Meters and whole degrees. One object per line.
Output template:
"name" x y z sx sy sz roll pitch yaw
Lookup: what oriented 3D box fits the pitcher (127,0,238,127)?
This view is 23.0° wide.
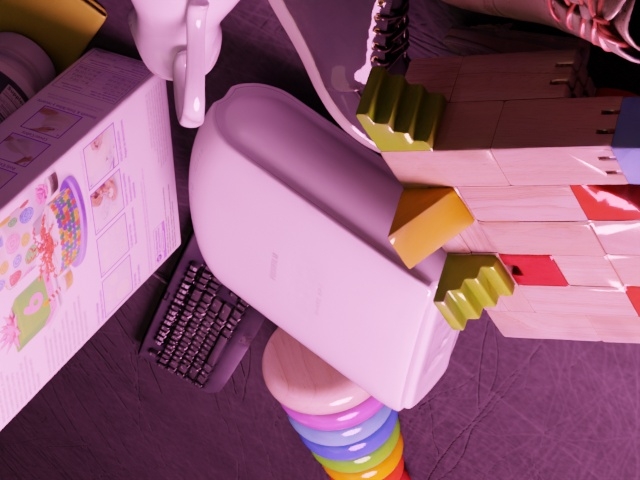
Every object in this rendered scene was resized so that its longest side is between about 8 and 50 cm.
"pitcher" -0.112 -0.215 1.353 0.126 0.177 0.207 -6 148 -15

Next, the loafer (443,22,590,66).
"loafer" 0.164 -0.161 1.306 0.125 0.039 0.045 20 175 25

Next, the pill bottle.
"pill bottle" -0.350 -0.126 1.603 0.108 0.180 0.108 18 143 15

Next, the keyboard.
"keyboard" -0.166 0.066 1.838 0.202 0.033 0.317 34 144 3

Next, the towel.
"towel" -0.301 -0.207 1.645 0.102 0.021 0.237 36 144 -10

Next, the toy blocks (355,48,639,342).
"toy blocks" 0.231 -0.028 1.286 0.261 0.190 0.381 1 147 31

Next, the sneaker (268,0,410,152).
"sneaker" 0.050 -0.168 1.344 0.118 0.083 0.222 -13 121 46

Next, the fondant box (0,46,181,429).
"fondant box" -0.271 -0.007 1.559 0.096 0.330 0.238 18 134 22

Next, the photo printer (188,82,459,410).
"photo printer" 0.000 0.000 1.524 0.307 0.107 0.256 36 150 17

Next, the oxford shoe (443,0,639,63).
"oxford shoe" 0.207 -0.196 1.141 0.348 0.130 0.123 4 134 36

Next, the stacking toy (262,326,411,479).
"stacking toy" 0.041 0.222 1.771 0.141 0.141 0.330 13 144 28
